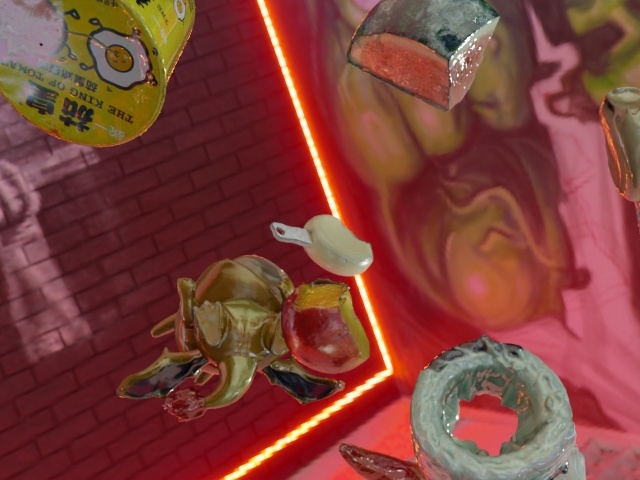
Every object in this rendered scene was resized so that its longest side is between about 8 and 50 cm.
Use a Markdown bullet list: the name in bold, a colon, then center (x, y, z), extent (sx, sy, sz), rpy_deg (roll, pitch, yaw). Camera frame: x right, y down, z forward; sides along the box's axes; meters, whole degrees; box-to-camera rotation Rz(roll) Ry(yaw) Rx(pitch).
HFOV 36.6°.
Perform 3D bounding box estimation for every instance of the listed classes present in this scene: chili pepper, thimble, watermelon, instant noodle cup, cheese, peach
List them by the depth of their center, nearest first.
- **peach**: center (0.006, 0.126, 1.339), extent (0.118, 0.151, 0.151), rpy_deg (-34, -161, -30)
- **thimble**: center (0.244, 0.263, 1.374), extent (0.237, 0.237, 0.150), rpy_deg (-21, 150, -7)
- **cheese**: center (0.527, -0.110, 1.612), extent (0.082, 0.286, 0.163), rpy_deg (-12, -151, 8)
- **instant noodle cup**: center (-0.365, -0.356, 1.616), extent (0.326, 0.325, 0.254), rpy_deg (-13, -148, 27)
- **watermelon**: center (0.170, -0.338, 1.770), extent (0.318, 0.226, 0.148), rpy_deg (-5, -154, 42)
- **chili pepper**: center (0.135, 0.444, 1.857), extent (0.071, 0.272, 0.063), rpy_deg (-55, -155, 18)
- **cheese**: center (0.006, 0.015, 2.151), extent (0.249, 0.163, 0.071), rpy_deg (-7, 143, -52)

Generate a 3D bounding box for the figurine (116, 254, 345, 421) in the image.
- **figurine**: center (-0.187, 0.175, 1.808), extent (0.401, 0.268, 0.387), rpy_deg (-9, -174, -11)

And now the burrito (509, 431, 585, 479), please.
- **burrito**: center (0.356, 0.428, 1.485), extent (0.101, 0.139, 0.445), rpy_deg (-38, -169, 23)
